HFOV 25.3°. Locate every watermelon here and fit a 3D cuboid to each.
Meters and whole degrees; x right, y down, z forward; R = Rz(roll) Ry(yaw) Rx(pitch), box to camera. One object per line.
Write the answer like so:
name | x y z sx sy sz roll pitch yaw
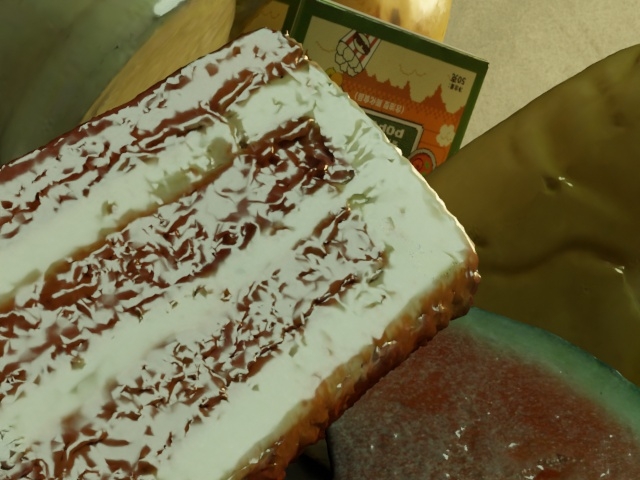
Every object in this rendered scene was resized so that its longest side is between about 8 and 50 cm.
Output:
watermelon | 0.073 0.093 0.680 0.207 0.136 0.202 40 15 2

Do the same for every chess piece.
chess piece | -0.207 -0.153 0.739 0.300 0.167 0.167 37 6 6

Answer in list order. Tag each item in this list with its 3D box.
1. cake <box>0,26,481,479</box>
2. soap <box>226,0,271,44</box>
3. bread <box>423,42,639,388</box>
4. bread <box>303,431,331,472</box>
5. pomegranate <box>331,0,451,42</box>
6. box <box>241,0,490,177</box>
cake | -0.040 0.013 0.544 0.158 0.159 0.262 47 8 4
soap | -0.128 -0.256 0.946 0.169 0.339 0.304 37 10 -50
bread | 0.224 0.053 0.990 0.250 0.394 0.361 64 13 26
bread | 0.005 0.096 0.798 0.126 0.044 0.129 54 8 24
pomegranate | -0.024 -0.274 1.428 0.410 0.410 0.410 42 7 -6
box | -0.013 -0.112 1.099 0.195 0.148 0.177 13 11 -41
